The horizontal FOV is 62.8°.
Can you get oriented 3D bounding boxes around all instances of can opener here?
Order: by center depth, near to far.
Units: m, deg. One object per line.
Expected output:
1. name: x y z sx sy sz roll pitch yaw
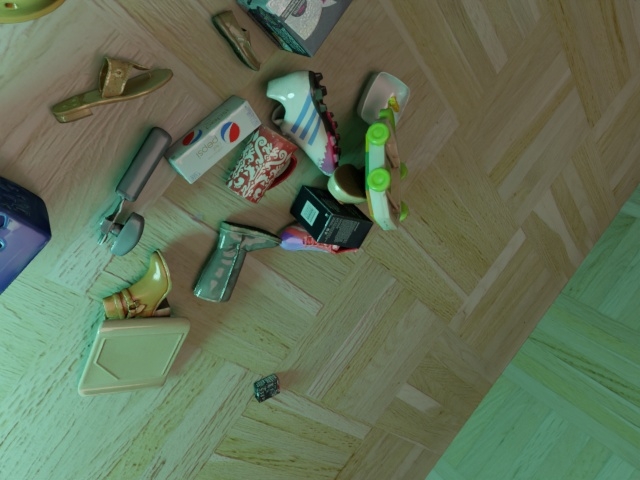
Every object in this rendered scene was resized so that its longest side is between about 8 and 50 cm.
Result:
1. can opener: -0.386 -0.101 1.122 0.095 0.076 0.284 31 92 -24

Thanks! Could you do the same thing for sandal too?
1. sandal: -0.403 -0.308 0.999 0.240 0.088 0.079 -29 134 -16

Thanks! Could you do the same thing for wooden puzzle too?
1. wooden puzzle: -0.454 0.277 1.276 0.220 0.044 0.239 4 125 -39

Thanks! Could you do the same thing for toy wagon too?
1. toy wagon: 0.173 -0.206 1.365 0.267 0.068 0.345 38 50 -66

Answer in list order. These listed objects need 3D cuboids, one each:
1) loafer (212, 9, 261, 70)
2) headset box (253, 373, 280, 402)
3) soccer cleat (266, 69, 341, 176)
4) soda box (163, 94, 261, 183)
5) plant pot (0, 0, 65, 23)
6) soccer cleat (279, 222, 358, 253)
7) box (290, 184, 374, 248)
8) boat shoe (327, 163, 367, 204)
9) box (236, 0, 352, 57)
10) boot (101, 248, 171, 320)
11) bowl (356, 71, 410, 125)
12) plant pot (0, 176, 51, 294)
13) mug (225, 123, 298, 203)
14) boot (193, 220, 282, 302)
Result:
1. loafer: -0.170 -0.432 1.134 0.050 0.056 0.148 -44 133 -2
2. headset box: -0.163 0.458 1.631 0.083 0.032 0.062 -20 125 -30
3. soccer cleat: -0.036 -0.282 1.299 0.143 0.116 0.331 -6 145 12
4. soda box: -0.242 -0.228 1.175 0.216 0.074 0.069 -43 132 -12
5. plant pot: -0.483 -0.468 0.772 0.290 0.203 0.291 -19 123 -31
6. soccer cleat: 0.000 0.000 1.470 0.248 0.095 0.083 1 112 -39
7. box: 0.029 -0.062 1.410 0.158 0.156 0.093 9 118 -40
8. boat shoe: 0.078 -0.135 1.380 0.098 0.109 0.302 -34 178 23
9. box: -0.029 -0.551 1.122 0.163 0.142 0.247 36 88 -44
10. boot: -0.429 0.119 1.219 0.152 0.073 0.197 -8 115 -30
11. bowl: 0.163 -0.377 1.425 0.142 0.053 0.142 16 102 -43
12. plant pot: -0.631 -0.014 0.888 0.236 0.236 0.212 -50 126 -5
13. mug: -0.131 -0.174 1.261 0.150 0.113 0.169 31 96 -25
14. boot: -0.211 0.064 1.355 0.189 0.076 0.209 13 98 -27
